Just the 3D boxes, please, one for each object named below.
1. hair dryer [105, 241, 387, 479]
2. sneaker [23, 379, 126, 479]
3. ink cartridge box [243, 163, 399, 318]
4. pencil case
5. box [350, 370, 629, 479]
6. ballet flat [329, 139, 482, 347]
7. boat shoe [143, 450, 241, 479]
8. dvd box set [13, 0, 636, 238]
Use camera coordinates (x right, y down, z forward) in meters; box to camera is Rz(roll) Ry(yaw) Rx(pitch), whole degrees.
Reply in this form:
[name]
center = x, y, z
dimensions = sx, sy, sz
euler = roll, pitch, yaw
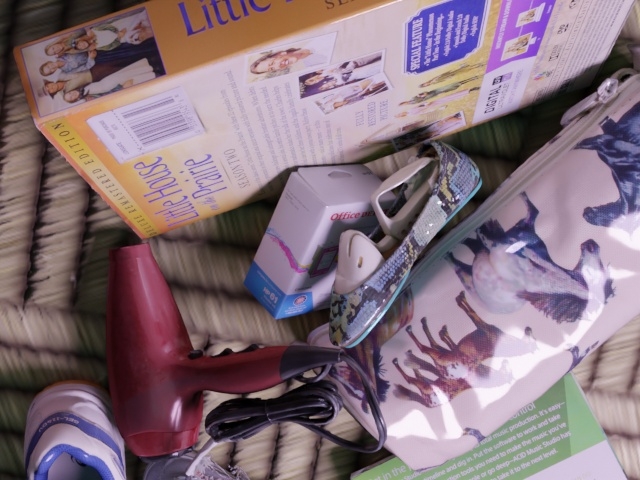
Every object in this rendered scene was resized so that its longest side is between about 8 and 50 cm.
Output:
[hair dryer]
center = -0.086, 0.113, 0.913
dimensions = 0.293, 0.080, 0.224
euler = 44, 110, 16
[sneaker]
center = -0.210, 0.280, 0.958
dimensions = 0.111, 0.131, 0.297
euler = -14, 107, -4
[ink cartridge box]
center = 0.000, 0.000, 0.909
dimensions = 0.088, 0.052, 0.123
euler = -9, 133, -43
[pencil case]
center = 0.169, 0.026, 0.917
dimensions = 0.410, 0.160, 0.183
euler = -41, 102, 5
[box]
center = 0.198, 0.310, 0.975
dimensions = 0.232, 0.058, 0.322
euler = -26, 78, 1
[ballet flat]
center = 0.052, -0.004, 0.861
dimensions = 0.070, 0.070, 0.188
euler = 40, 78, -14
[boat shoe]
center = -0.062, 0.270, 0.996
dimensions = 0.227, 0.081, 0.079
euler = 28, 100, -12
[dvd box set]
center = 0.024, -0.126, 0.796
dimensions = 0.420, 0.307, 0.062
euler = -19, 76, 0
